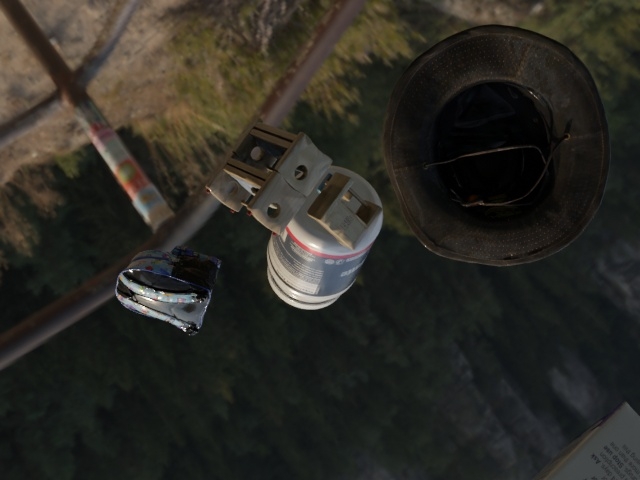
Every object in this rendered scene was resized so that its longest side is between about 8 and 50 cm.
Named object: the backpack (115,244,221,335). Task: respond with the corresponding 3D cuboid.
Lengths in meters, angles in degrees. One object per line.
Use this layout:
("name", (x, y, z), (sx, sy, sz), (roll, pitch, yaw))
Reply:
("backpack", (-0.289, 0.081, 1.628), (0.173, 0.117, 0.158), (17, 140, -6))

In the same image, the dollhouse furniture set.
("dollhouse furniture set", (-0.037, -0.058, 1.216), (0.183, 0.129, 0.129), (41, 82, -38))

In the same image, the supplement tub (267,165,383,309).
("supplement tub", (0.000, 0.000, 1.690), (0.191, 0.191, 0.272), (-26, 158, -26))

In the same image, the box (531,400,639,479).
("box", (0.163, 0.188, 0.492), (0.137, 0.126, 0.072), (-35, 163, -21))

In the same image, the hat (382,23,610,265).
("hat", (0.241, -0.136, 1.212), (0.331, 0.331, 0.134), (-46, -171, 16))
